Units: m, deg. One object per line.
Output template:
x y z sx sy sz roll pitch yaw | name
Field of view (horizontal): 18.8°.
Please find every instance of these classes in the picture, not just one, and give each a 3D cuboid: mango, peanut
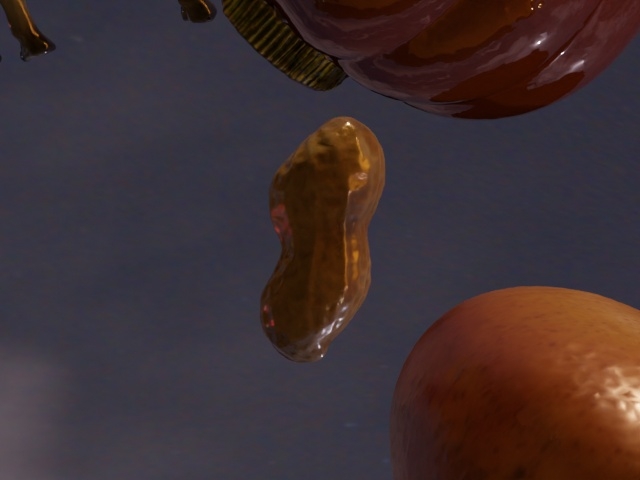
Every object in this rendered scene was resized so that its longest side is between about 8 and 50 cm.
0.140 0.113 0.987 0.201 0.350 0.199 -33 -66 2 | mango
-0.002 0.000 1.483 0.089 0.089 0.192 10 -89 28 | peanut

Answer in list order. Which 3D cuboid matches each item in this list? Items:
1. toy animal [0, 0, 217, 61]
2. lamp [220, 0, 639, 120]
-0.115 -0.191 1.011 0.073 0.217 0.176 2 -71 59 | toy animal
0.043 -0.151 0.779 0.196 0.223 0.223 -44 -112 22 | lamp
